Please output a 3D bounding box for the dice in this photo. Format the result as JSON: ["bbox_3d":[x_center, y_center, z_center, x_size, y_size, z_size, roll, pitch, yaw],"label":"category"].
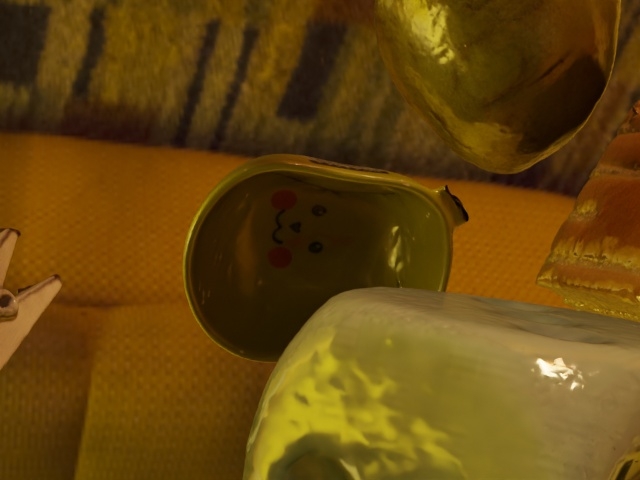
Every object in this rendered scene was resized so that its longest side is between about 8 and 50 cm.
[{"bbox_3d":[0.124,0.179,0.854,0.263,0.264,0.268,11,-177,44],"label":"dice"}]

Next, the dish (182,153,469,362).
[{"bbox_3d":[0.000,0.000,1.227,0.263,0.108,0.221,1,122,-5],"label":"dish"}]

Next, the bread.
[{"bbox_3d":[0.354,-0.024,1.255,0.111,0.246,0.239,31,85,-20],"label":"bread"}]

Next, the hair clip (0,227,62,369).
[{"bbox_3d":[-0.388,0.100,1.411,0.085,0.330,0.101,-22,112,18],"label":"hair clip"}]

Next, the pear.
[{"bbox_3d":[0.179,-0.224,1.282,0.269,0.269,0.321,-9,128,-1],"label":"pear"}]
